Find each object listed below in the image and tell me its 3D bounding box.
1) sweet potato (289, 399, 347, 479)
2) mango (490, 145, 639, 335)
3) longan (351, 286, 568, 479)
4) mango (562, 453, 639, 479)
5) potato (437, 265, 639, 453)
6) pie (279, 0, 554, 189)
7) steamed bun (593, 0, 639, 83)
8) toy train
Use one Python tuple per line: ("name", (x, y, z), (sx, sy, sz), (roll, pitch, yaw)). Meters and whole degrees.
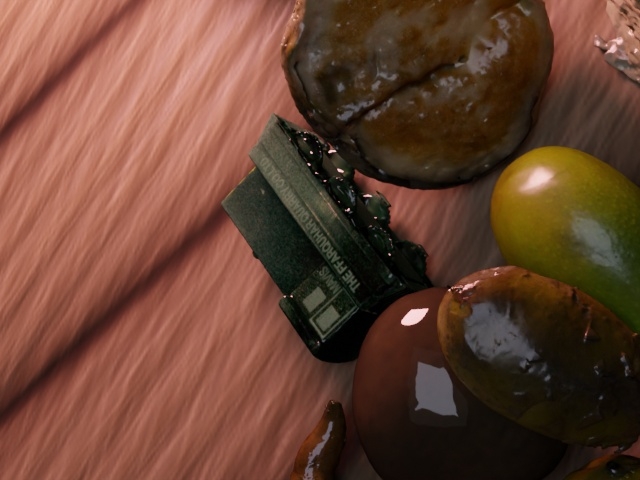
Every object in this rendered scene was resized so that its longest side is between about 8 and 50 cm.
("sweet potato", (-0.019, 0.325, 1.480), (0.067, 0.067, 0.274), (19, 92, 30))
("mango", (0.318, 0.036, 1.302), (0.156, 0.192, 0.343), (-38, 66, -10))
("longan", (0.148, 0.171, 1.338), (0.246, 0.215, 0.246), (-1, 102, -6))
("mango", (0.347, 0.336, 1.235), (0.130, 0.167, 0.262), (-34, 70, -25))
("potato", (0.226, 0.115, 1.205), (0.251, 0.113, 0.149), (34, 87, -5))
("pie", (0.116, -0.217, 1.447), (0.339, 0.077, 0.339), (-1, 108, -4))
("steamed bun", (0.417, -0.288, 1.289), (0.273, 0.272, 0.290), (-42, 66, 12))
("toy train", (0.000, 0.000, 1.511), (0.178, 0.138, 0.330), (-45, 61, 16))
